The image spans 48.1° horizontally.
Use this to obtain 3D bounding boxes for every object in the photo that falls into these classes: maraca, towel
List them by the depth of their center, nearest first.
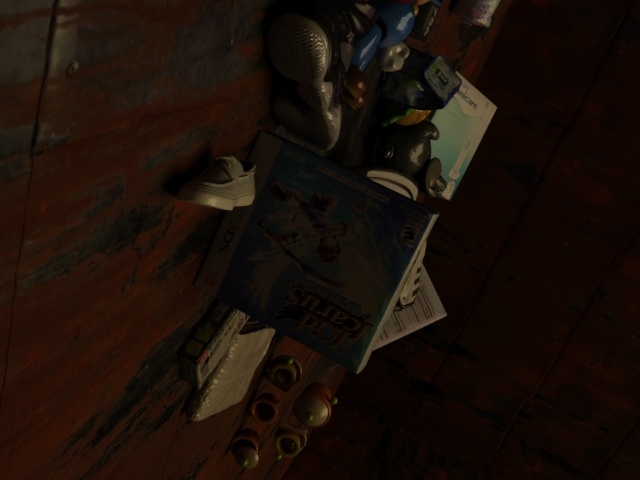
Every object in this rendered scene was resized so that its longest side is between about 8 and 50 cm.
[{"bbox_3d":[-0.167,0.249,1.406,0.187,0.049,0.282,-64,169,2],"label":"towel"},{"bbox_3d":[0.201,-0.311,1.646,0.127,0.099,0.186,-29,-167,33],"label":"maraca"}]

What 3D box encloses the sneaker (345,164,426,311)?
[{"bbox_3d":[0.142,0.015,1.555,0.447,0.169,0.258,35,53,-60],"label":"sneaker"}]

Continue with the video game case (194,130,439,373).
[{"bbox_3d":[-0.010,0.014,0.999,0.244,0.269,0.061,-66,168,11],"label":"video game case"}]

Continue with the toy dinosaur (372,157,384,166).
[{"bbox_3d":[0.105,-0.060,1.815,0.322,0.164,0.218,-42,149,-13],"label":"toy dinosaur"}]

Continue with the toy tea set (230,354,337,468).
[{"bbox_3d":[-0.105,0.466,1.821,0.336,0.200,0.124,-61,179,19],"label":"toy tea set"}]

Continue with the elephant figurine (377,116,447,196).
[{"bbox_3d":[0.236,-0.170,1.749,0.186,0.169,0.240,-25,118,-9],"label":"elephant figurine"}]

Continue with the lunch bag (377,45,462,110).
[{"bbox_3d":[0.218,-0.342,1.542,0.129,0.151,0.096,-51,164,-45],"label":"lunch bag"}]

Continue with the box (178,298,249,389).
[{"bbox_3d":[-0.161,0.136,1.198,0.207,0.036,0.114,-56,167,-33],"label":"box"}]

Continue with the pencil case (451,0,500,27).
[{"bbox_3d":[0.439,-0.693,1.855,0.124,0.113,0.273,-104,-146,-69],"label":"pencil case"}]

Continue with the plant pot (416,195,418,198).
[{"bbox_3d":[0.272,-0.210,2.119,0.165,0.167,0.167,-50,165,-21],"label":"plant pot"}]

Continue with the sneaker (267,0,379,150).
[{"bbox_3d":[0.012,-0.236,0.952,0.153,0.101,0.269,-57,165,-19],"label":"sneaker"}]

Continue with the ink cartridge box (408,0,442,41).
[{"bbox_3d":[0.186,-0.465,1.344,0.165,0.065,0.332,-68,169,19],"label":"ink cartridge box"}]

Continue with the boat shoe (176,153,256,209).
[{"bbox_3d":[-0.116,-0.073,0.862,0.184,0.066,0.063,-17,119,-72],"label":"boat shoe"}]

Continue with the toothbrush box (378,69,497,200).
[{"bbox_3d":[0.318,-0.289,1.945,0.216,0.126,0.296,25,93,-42],"label":"toothbrush box"}]

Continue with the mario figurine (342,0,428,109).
[{"bbox_3d":[0.133,-0.339,1.066,0.321,0.170,0.198,-57,-147,3],"label":"mario figurine"}]

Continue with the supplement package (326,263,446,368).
[{"bbox_3d":[0.131,0.167,1.806,0.262,0.198,0.199,-19,170,-32],"label":"supplement package"}]
